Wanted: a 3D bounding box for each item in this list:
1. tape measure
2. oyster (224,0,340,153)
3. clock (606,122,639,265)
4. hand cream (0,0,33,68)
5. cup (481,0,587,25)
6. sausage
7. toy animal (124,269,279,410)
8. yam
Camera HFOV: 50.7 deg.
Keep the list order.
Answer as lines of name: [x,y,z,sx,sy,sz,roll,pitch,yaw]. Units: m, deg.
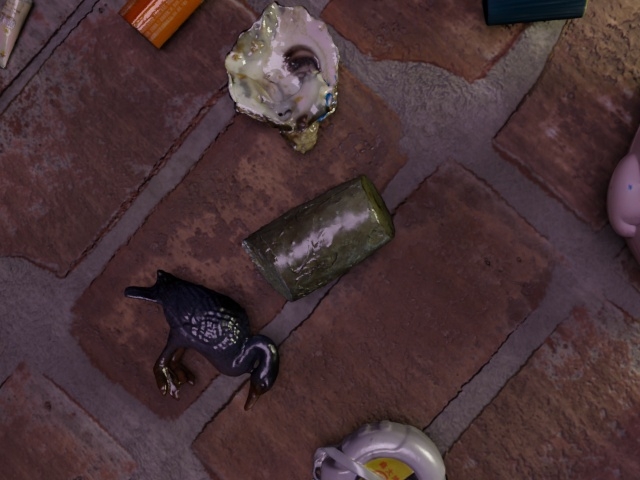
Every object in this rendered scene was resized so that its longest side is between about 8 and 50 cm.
tape measure: [0.113,0.401,1.115,0.197,0.120,0.236,-40,90,10]
oyster: [-0.057,-0.290,1.171,0.214,0.083,0.223,34,87,2]
clock: [0.628,-0.108,1.008,0.368,0.250,0.377,1,89,6]
hand cream: [-0.583,-0.395,1.252,0.061,0.039,0.143,30,97,4]
cup: [0.346,-0.438,1.120,0.155,0.131,0.176,-8,58,9]
sausage: [-0.217,-0.480,1.187,0.093,0.093,0.312,44,92,5]
toy animal: [-0.208,0.165,1.157,0.185,0.122,0.298,-44,78,14]
yam: [0.000,0.000,1.121,0.254,0.154,0.154,-29,86,3]
